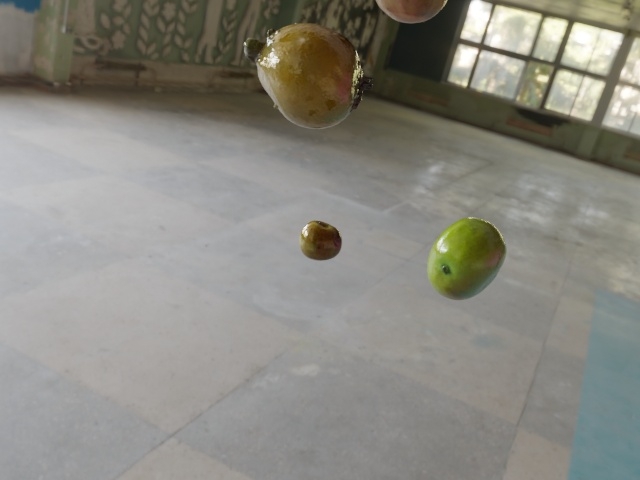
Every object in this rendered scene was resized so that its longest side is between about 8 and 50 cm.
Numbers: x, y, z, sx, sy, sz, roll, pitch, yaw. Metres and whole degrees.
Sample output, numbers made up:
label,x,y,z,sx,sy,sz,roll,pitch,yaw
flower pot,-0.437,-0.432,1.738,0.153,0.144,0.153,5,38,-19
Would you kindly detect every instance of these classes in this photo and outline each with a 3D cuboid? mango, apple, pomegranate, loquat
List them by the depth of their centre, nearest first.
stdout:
label,x,y,z,sx,sy,sz,roll,pitch,yaw
mango,0.204,0.032,0.915,0.089,0.117,0.163,35,-5,29
loquat,-0.022,-0.257,1.011,0.205,0.149,0.172,27,24,-10
pomegranate,0.203,-0.579,1.471,0.191,0.191,0.191,13,19,-5
apple,0.000,0.000,1.746,0.114,0.102,0.099,13,24,13
